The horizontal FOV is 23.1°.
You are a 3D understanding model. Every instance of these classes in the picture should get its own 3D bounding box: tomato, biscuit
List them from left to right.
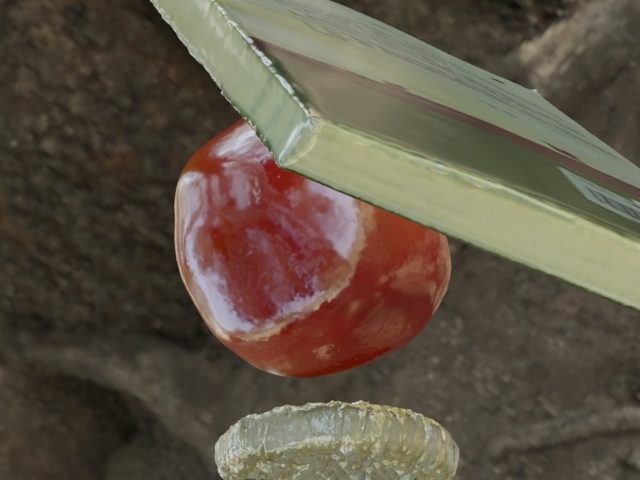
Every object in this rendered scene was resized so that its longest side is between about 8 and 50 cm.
[{"bbox_3d":[0.000,0.000,1.573,0.226,0.298,0.298,-21,40,38],"label":"tomato"},{"bbox_3d":[0.040,0.226,1.738,0.179,0.281,0.084,137,138,-55],"label":"biscuit"}]

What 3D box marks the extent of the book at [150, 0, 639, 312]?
[{"bbox_3d":[0.045,-0.043,0.555,0.026,0.201,0.289,-66,20,13],"label":"book"}]
